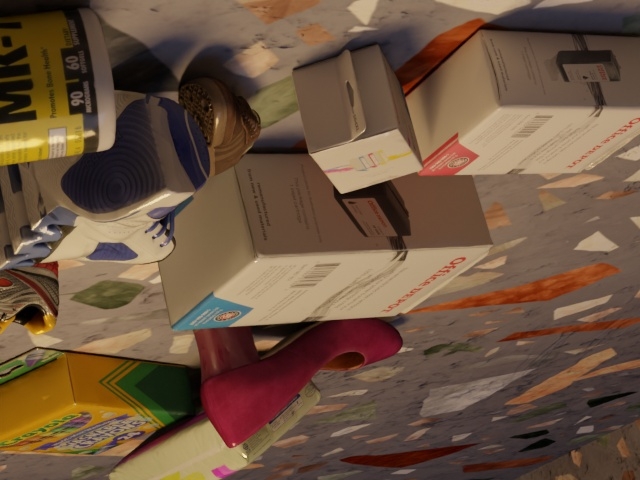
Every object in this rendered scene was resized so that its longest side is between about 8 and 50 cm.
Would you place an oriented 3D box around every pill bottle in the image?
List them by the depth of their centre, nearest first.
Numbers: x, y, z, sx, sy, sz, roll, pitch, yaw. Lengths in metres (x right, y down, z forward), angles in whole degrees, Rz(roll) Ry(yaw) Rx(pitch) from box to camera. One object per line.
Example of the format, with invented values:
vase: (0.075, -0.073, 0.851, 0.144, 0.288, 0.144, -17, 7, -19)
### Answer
pill bottle: (-0.276, -0.116, 1.296, 0.209, 0.119, 0.119, -10, 161, -14)

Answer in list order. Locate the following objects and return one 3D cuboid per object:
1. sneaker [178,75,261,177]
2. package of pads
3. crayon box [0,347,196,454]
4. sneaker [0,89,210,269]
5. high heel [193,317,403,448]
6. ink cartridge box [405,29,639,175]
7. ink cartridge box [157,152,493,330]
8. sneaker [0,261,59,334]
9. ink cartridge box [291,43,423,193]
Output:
sneaker: (-0.092, -0.118, 1.543, 0.071, 0.066, 0.188, -27, 170, -15)
package of pads: (-0.160, 0.293, 2.485, 0.296, 0.101, 0.229, -30, -174, 41)
crayon box: (-0.360, 0.238, 2.331, 0.203, 0.083, 0.323, -24, 158, 29)
sneaker: (-0.193, -0.053, 1.567, 0.182, 0.127, 0.315, 0, 164, -45)
high heel: (-0.017, 0.206, 2.328, 0.377, 0.181, 0.127, 0, 157, -36)
ink cartridge box: (0.217, -0.136, 1.641, 0.218, 0.092, 0.158, 0, 157, -31)
ink cartridge box: (0.000, 0.000, 1.821, 0.307, 0.129, 0.223, -2, 158, -31)
sneaker: (-0.375, 0.058, 1.776, 0.225, 0.092, 0.088, 7, 154, -44)
ink cartridge box: (0.034, -0.118, 1.561, 0.090, 0.092, 0.143, -17, 160, 10)
